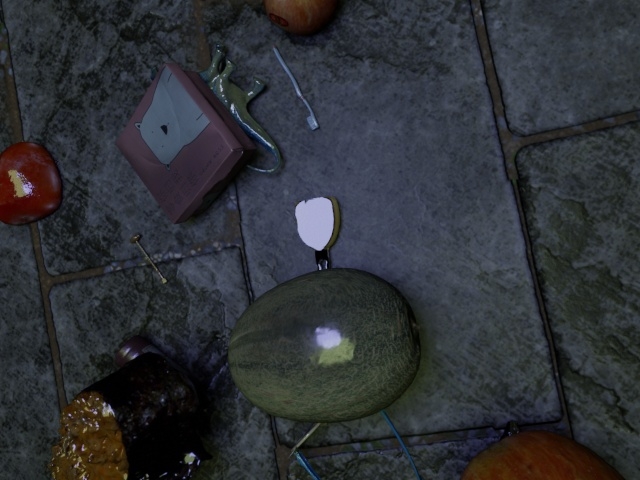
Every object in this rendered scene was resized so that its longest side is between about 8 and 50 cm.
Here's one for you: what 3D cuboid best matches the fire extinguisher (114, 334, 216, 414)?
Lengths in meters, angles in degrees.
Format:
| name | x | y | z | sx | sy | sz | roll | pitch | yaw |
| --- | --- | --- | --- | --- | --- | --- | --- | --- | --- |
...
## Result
| name | x | y | z | sx | sy | sz | roll | pitch | yaw |
| --- | --- | --- | --- | --- | --- | --- | --- | --- | --- |
| fire extinguisher | -0.297 | 0.274 | 0.920 | 0.231 | 0.099 | 0.071 | 33 | 58 | 11 |

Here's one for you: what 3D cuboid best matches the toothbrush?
| name | x | y | z | sx | sy | sz | roll | pitch | yaw |
| --- | --- | --- | --- | --- | --- | --- | --- | --- | --- |
| toothbrush | -0.051 | -0.302 | 0.919 | 0.019 | 0.013 | 0.193 | -28 | 84 | 19 |

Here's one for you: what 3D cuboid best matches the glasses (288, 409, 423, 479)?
| name | x | y | z | sx | sy | sz | roll | pitch | yaw |
| --- | --- | --- | --- | --- | --- | --- | --- | --- | --- |
| glasses | 0.072 | 0.394 | 0.873 | 0.190 | 0.088 | 0.220 | -38 | 102 | 8 |

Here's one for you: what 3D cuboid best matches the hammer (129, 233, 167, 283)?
| name | x | y | z | sx | sy | sz | roll | pitch | yaw |
| --- | --- | --- | --- | --- | --- | --- | --- | --- | --- |
| hammer | -0.356 | 0.040 | 0.978 | 0.029 | 0.014 | 0.123 | -39 | 85 | 17 |

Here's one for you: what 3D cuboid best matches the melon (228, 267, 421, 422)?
| name | x | y | z | sx | sy | sz | roll | pitch | yaw |
| --- | --- | --- | --- | --- | --- | --- | --- | --- | --- |
| melon | 0.004 | 0.173 | 0.783 | 0.330 | 0.248 | 0.248 | -13 | 87 | 14 |

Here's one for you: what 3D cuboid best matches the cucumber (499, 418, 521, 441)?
| name | x | y | z | sx | sy | sz | roll | pitch | yaw |
| --- | --- | --- | --- | --- | --- | --- | --- | --- | --- |
| cucumber | 0.312 | 0.403 | 0.816 | 0.053 | 0.053 | 0.181 | 24 | 96 | 11 |

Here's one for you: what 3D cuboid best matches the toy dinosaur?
| name | x | y | z | sx | sy | sz | roll | pitch | yaw |
| --- | --- | --- | --- | --- | --- | --- | --- | --- | --- |
| toy dinosaur | -0.190 | -0.288 | 0.920 | 0.363 | 0.076 | 0.147 | 40 | 113 | 12 |

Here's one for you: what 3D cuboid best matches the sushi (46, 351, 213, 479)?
| name | x | y | z | sx | sy | sz | roll | pitch | yaw |
| --- | --- | --- | --- | --- | --- | --- | --- | --- | --- |
| sushi | -0.333 | 0.366 | 0.826 | 0.234 | 0.207 | 0.348 | 37 | 125 | 16 |

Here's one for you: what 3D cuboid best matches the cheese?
| name | x | y | z | sx | sy | sz | roll | pitch | yaw |
| --- | --- | --- | --- | --- | --- | --- | --- | --- | --- |
| cheese | 0.000 | 0.000 | 0.892 | 0.086 | 0.036 | 0.162 | -8 | 88 | 9 |

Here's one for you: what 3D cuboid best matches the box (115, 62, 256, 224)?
| name | x | y | z | sx | sy | sz | roll | pitch | yaw |
| --- | --- | --- | --- | --- | --- | --- | --- | --- | --- |
| box | -0.256 | -0.178 | 0.890 | 0.215 | 0.086 | 0.215 | -43 | 80 | 30 |

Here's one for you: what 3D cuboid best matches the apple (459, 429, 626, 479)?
| name | x | y | z | sx | sy | sz | roll | pitch | yaw |
| --- | --- | --- | --- | --- | --- | --- | --- | --- | --- |
| apple | 0.355 | 0.443 | 0.679 | 0.310 | 0.250 | 0.277 | 18 | 98 | -19 |

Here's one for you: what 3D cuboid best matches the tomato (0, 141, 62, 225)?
| name | x | y | z | sx | sy | sz | roll | pitch | yaw |
| --- | --- | --- | --- | --- | --- | --- | --- | --- | --- |
| tomato | -0.655 | -0.126 | 1.006 | 0.167 | 0.082 | 0.174 | -14 | 89 | 12 |

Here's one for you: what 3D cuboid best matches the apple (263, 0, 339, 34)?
| name | x | y | z | sx | sy | sz | roll | pitch | yaw |
| --- | --- | --- | --- | --- | --- | --- | --- | --- | --- |
| apple | -0.036 | -0.460 | 0.859 | 0.147 | 0.131 | 0.146 | 0 | 90 | 6 |
